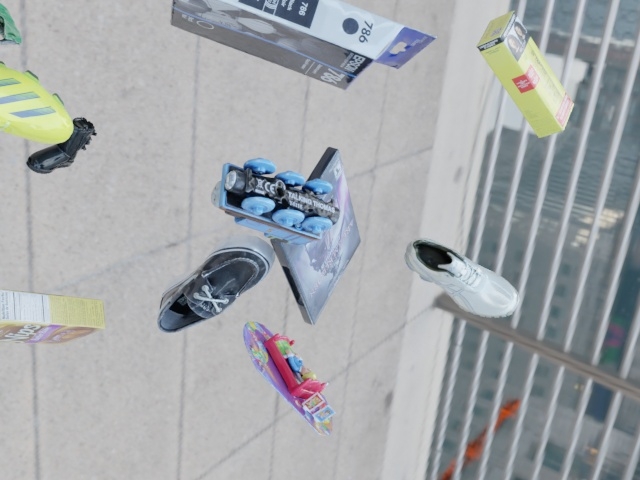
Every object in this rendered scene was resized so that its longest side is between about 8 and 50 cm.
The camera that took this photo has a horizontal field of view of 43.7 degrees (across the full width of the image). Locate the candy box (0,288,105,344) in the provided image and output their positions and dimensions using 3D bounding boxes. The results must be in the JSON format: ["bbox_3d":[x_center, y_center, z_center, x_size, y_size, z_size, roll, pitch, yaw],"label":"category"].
[{"bbox_3d":[-0.435,0.119,1.208,0.186,0.109,0.053,15,59,-52],"label":"candy box"}]

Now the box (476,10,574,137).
[{"bbox_3d":[0.386,-0.308,1.498,0.232,0.058,0.087,49,53,-24],"label":"box"}]

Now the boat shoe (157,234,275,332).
[{"bbox_3d":[-0.196,0.088,1.425,0.108,0.301,0.102,41,43,-25],"label":"boat shoe"}]

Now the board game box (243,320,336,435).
[{"bbox_3d":[-0.027,0.157,0.977,0.033,0.169,0.133,-38,-166,10],"label":"board game box"}]

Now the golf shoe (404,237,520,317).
[{"bbox_3d":[0.195,0.051,1.114,0.069,0.176,0.086,-61,166,-6],"label":"golf shoe"}]

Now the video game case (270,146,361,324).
[{"bbox_3d":[0.000,0.000,1.357,0.196,0.026,0.274,-60,154,-25],"label":"video game case"}]

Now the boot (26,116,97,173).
[{"bbox_3d":[-0.465,-0.173,1.441,0.099,0.045,0.121,-47,172,25],"label":"boot"}]

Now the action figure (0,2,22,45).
[{"bbox_3d":[-0.704,-0.475,1.751,0.063,0.137,0.232,-28,-178,-4],"label":"action figure"}]

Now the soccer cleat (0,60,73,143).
[{"bbox_3d":[-0.440,-0.180,0.962,0.289,0.093,0.121,31,48,-32],"label":"soccer cleat"}]

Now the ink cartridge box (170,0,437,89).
[{"bbox_3d":[-0.030,-0.276,1.051,0.165,0.332,0.065,162,-56,-78],"label":"ink cartridge box"}]

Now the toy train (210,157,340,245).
[{"bbox_3d":[-0.062,-0.048,1.067,0.184,0.105,0.080,17,64,-37],"label":"toy train"}]
